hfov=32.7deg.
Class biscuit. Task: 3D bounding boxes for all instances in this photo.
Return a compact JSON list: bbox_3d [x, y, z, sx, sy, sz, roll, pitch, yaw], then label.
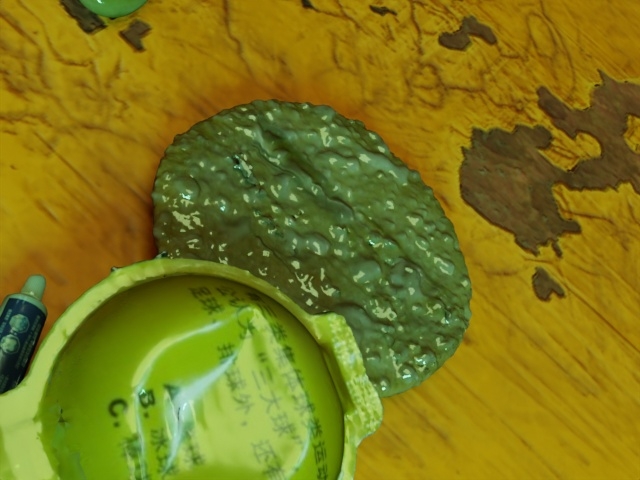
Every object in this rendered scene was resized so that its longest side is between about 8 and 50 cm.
[{"bbox_3d":[-0.001,0.001,0.665,0.219,0.033,0.220,16,52,-22],"label":"biscuit"}]

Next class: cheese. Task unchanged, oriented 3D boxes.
[{"bbox_3d":[-0.089,0.099,0.516,0.270,0.069,0.177,-17,79,-29],"label":"cheese"}]

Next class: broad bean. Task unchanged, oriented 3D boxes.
[{"bbox_3d":[-0.131,-0.181,0.706,0.063,0.045,0.083,11,46,-9],"label":"broad bean"}]

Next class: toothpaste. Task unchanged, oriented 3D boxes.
[{"bbox_3d":[-0.162,0.074,0.529,0.037,0.021,0.140,28,54,-17],"label":"toothpaste"}]
